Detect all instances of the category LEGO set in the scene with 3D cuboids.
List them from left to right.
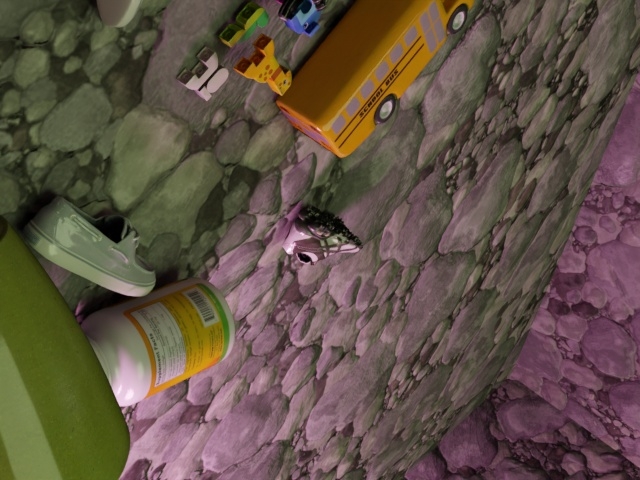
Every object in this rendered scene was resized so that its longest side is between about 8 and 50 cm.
[{"bbox_3d":[-0.064,-0.247,1.081,0.227,0.087,0.093,-50,152,-7],"label":"LEGO set"}]

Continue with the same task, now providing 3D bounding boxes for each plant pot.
[{"bbox_3d":[-0.363,0.127,0.887,0.274,0.274,0.294,-31,128,-38],"label":"plant pot"}]

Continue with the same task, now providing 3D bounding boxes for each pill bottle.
[{"bbox_3d":[-0.250,0.147,1.180,0.245,0.136,0.136,-21,138,-47],"label":"pill bottle"}]

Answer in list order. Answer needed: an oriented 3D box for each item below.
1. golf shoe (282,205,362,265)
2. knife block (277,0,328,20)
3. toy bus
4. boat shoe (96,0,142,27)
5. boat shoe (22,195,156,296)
[{"bbox_3d":[0.000,0.000,1.496,0.094,0.077,0.198,-49,148,13],"label":"golf shoe"},{"bbox_3d":[-0.015,-0.403,1.009,0.088,0.242,0.276,54,29,-63],"label":"knife block"},{"bbox_3d":[0.087,-0.285,1.257,0.333,0.108,0.130,-51,151,-5],"label":"toy bus"},{"bbox_3d":[-0.179,-0.307,0.865,0.063,0.066,0.184,-10,120,-53],"label":"boat shoe"},{"bbox_3d":[-0.265,0.007,1.057,0.081,0.079,0.227,-51,150,2],"label":"boat shoe"}]
